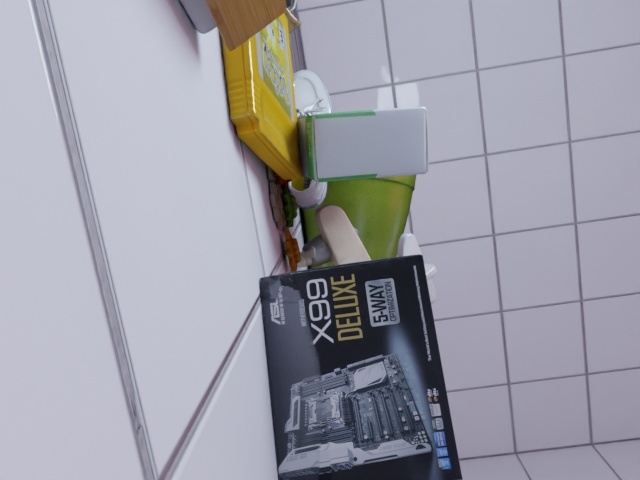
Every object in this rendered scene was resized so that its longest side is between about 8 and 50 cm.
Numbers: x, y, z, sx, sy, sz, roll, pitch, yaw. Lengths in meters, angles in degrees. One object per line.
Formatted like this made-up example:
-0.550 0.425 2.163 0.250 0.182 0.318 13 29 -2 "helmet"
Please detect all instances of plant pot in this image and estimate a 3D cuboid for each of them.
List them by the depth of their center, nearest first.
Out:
0.100 -0.052 1.570 0.366 0.366 0.353 39 54 -84 "plant pot"

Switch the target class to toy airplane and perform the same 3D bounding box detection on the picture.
0.092 0.146 1.217 0.384 0.272 0.386 20 70 -46 "toy airplane"

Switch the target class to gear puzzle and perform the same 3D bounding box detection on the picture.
-0.071 -0.104 1.070 0.175 0.044 0.339 38 44 -85 "gear puzzle"

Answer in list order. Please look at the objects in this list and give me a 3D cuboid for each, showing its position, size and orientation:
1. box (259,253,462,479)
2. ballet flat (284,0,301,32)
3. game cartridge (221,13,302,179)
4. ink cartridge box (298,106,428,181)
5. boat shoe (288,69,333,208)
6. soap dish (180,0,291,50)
0.050 0.189 0.762 0.076 0.242 0.307 68 15 -75 "box"
-0.102 -0.583 1.063 0.116 0.124 0.342 -90 171 -67 "ballet flat"
-0.093 -0.290 0.884 0.285 0.053 0.323 34 48 -76 "game cartridge"
0.058 -0.191 1.048 0.289 0.211 0.121 -140 -136 -73 "ink cartridge box"
-0.047 -0.271 1.294 0.156 0.136 0.367 56 35 -74 "boat shoe"
-0.110 -0.368 0.515 0.291 0.118 0.229 71 11 -76 "soap dish"
